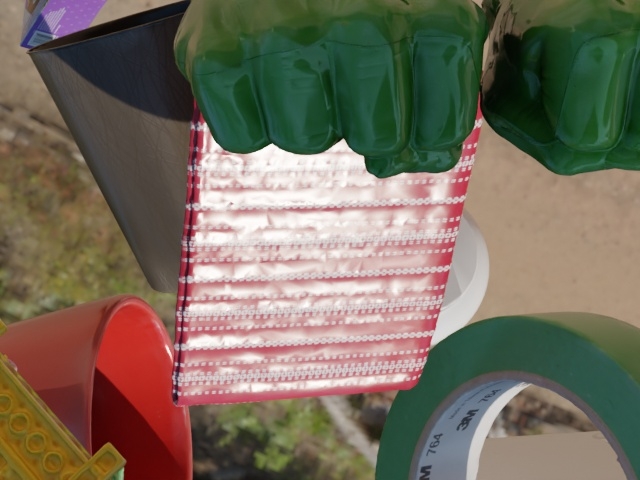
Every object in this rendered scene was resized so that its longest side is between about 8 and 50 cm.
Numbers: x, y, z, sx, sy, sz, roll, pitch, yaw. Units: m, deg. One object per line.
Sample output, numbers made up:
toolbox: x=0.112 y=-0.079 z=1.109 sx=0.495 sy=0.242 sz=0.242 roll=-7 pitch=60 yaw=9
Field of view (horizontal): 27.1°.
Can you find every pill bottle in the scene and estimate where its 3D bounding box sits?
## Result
pill bottle: x=0.084 y=0.039 z=1.496 sx=0.181 sy=0.181 sz=0.323 roll=25 pitch=168 yaw=-1

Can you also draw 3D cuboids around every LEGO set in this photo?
LEGO set: x=-0.170 y=0.100 z=0.610 sx=0.287 sy=0.132 sz=0.107 roll=9 pitch=163 yaw=10

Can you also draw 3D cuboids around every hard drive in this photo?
hard drive: x=0.248 y=0.298 z=1.684 sx=0.307 sy=0.040 sz=0.203 roll=-3 pitch=-168 yaw=-6

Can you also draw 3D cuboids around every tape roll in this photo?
tape roll: x=0.174 y=0.215 z=1.007 sx=0.077 sy=0.321 sz=0.321 roll=0 pitch=179 yaw=-41

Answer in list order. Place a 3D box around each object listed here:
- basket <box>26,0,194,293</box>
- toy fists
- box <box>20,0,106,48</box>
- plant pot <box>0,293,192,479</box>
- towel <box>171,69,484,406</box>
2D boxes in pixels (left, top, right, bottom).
basket: x=-0.116 y=-0.083 z=1.137 sx=0.154 sy=0.204 sz=0.227 roll=-118 pitch=11 yaw=-74
toy fists: x=0.073 y=-0.085 z=0.606 sx=0.279 sy=0.096 sz=0.142 roll=-1 pitch=-161 yaw=-11
box: x=-0.225 y=-0.339 z=1.334 sx=0.057 sy=0.201 sz=0.293 roll=12 pitch=156 yaw=-26
plant pot: x=-0.269 y=0.193 z=1.198 sx=0.243 sy=0.275 sz=0.275 roll=-5 pitch=151 yaw=12
towel: x=0.000 y=0.000 z=0.915 sx=0.199 sy=0.031 sz=0.275 roll=-2 pitch=126 yaw=-16
